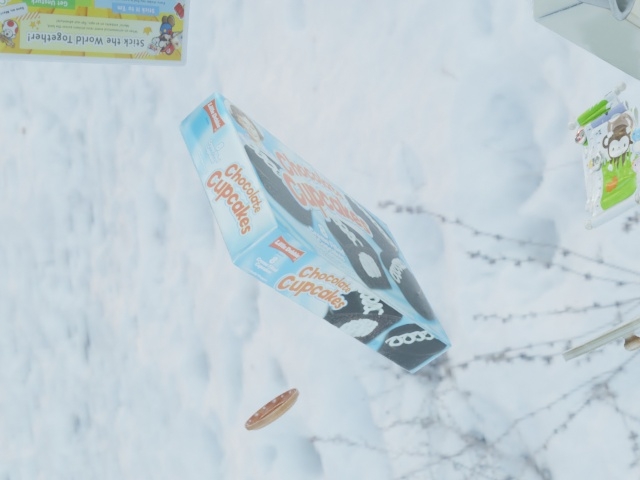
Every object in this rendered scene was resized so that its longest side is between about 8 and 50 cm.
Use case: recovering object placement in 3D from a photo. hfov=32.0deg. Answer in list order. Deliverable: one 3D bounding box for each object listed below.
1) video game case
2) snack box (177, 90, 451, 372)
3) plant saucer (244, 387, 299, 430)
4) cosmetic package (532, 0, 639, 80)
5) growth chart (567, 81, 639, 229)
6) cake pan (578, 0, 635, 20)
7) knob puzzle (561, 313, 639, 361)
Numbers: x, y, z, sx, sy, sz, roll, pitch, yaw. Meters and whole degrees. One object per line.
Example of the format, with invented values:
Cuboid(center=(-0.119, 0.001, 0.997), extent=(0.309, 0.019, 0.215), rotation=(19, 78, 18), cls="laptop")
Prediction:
Cuboid(center=(-0.224, -0.280, 1.113), extent=(0.026, 0.227, 0.206), rotation=(17, 106, 44), cls="video game case")
Cuboid(center=(0.000, 0.000, 1.119), extent=(0.060, 0.322, 0.187), rotation=(-38, 50, 15), cls="snack box")
Cuboid(center=(-0.061, 0.220, 1.440), extent=(0.013, 0.083, 0.083), rotation=(56, 145, -3), cls="plant saucer")
Cuboid(center=(0.425, -0.341, 1.558), extent=(0.113, 0.309, 0.160), rotation=(-14, 70, 44), cls="cosmetic package")
Cuboid(center=(0.459, -0.135, 1.770), extent=(0.172, 0.021, 0.237), rotation=(131, 146, -52), cls="growth chart")
Cuboid(center=(0.323, -0.393, 1.238), extent=(0.054, 0.293, 0.293), rotation=(7, 103, 23), cls="cake pan")
Cuboid(center=(0.332, 0.083, 1.109), extent=(0.213, 0.213, 0.030), rotation=(-38, 75, 53), cls="knob puzzle")
